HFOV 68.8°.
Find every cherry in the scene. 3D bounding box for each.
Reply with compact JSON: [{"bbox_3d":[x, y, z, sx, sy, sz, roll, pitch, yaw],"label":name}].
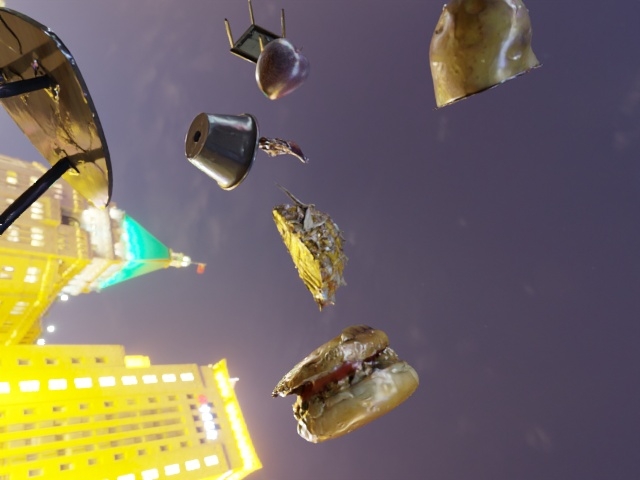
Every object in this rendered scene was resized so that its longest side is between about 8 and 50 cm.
[{"bbox_3d":[-0.116,-0.505,1.370,0.176,0.140,0.176,-19,-127,27],"label":"cherry"}]

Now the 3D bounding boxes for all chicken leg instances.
[{"bbox_3d":[-0.132,-0.336,1.721,0.093,0.205,0.053,118,-20,-49],"label":"chicken leg"}]

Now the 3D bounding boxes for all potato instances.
[{"bbox_3d":[0.382,-0.492,1.164,0.289,0.301,0.237,-11,-73,51],"label":"potato"}]

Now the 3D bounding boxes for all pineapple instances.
[{"bbox_3d":[0.001,-0.001,1.231,0.334,0.161,0.158,63,-17,10],"label":"pineapple"}]

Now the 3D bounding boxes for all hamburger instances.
[{"bbox_3d":[0.047,0.267,0.870,0.244,0.244,0.163,-42,-105,25],"label":"hamburger"}]

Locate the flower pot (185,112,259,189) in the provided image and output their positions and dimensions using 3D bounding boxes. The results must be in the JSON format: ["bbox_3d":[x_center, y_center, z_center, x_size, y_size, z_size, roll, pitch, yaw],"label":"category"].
[{"bbox_3d":[-0.335,-0.316,1.528,0.269,0.166,0.268,-21,-120,43],"label":"flower pot"}]

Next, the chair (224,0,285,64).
[{"bbox_3d":[-0.235,-0.758,1.800,0.188,0.272,0.166,30,-108,13],"label":"chair"}]

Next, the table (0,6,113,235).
[{"bbox_3d":[-0.481,-0.131,0.604,0.318,0.249,0.317,27,-39,24],"label":"table"}]
